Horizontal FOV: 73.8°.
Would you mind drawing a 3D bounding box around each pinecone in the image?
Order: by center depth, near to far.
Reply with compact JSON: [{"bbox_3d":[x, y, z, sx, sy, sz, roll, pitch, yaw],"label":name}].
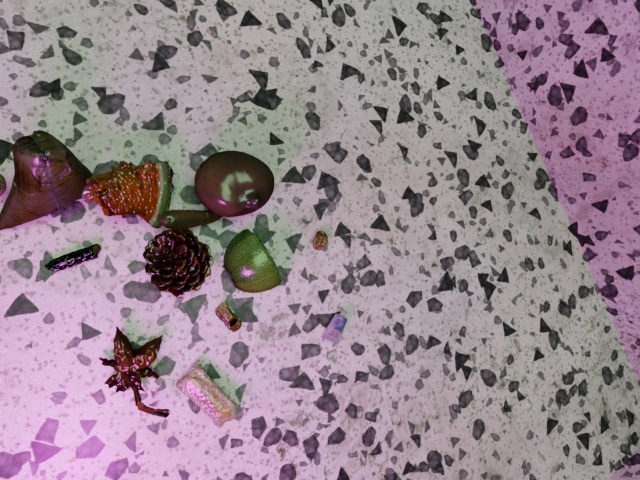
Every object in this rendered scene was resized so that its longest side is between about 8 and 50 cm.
[{"bbox_3d":[-0.506,0.070,1.477,0.246,0.292,0.246,0,79,-1],"label":"pinecone"}]

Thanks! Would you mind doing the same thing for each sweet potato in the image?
[{"bbox_3d":[-0.468,-0.086,1.594,0.273,0.075,0.075,-11,87,-40],"label":"sweet potato"}]

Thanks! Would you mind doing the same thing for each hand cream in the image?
[{"bbox_3d":[0.070,0.357,1.779,0.084,0.053,0.142,27,85,-16],"label":"hand cream"}]

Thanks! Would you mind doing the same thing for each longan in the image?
[{"bbox_3d":[-0.316,-0.203,1.589,0.300,0.243,0.300,1,49,-1],"label":"longan"}]

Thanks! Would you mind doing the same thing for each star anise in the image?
[{"bbox_3d":[-0.616,0.455,1.455,0.237,0.148,0.346,-29,81,-17],"label":"star anise"}]

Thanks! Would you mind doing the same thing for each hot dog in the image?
[{"bbox_3d":[0.000,0.000,1.802,0.058,0.035,0.083,20,77,-13],"label":"hot dog"}]

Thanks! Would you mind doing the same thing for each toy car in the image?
[{"bbox_3d":[-0.351,0.297,1.633,0.059,0.035,0.122,-42,96,-24],"label":"toy car"}]

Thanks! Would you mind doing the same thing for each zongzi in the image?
[{"bbox_3d":[-0.929,-0.168,1.332,0.360,0.323,0.160,-34,80,-15],"label":"zongzi"}]

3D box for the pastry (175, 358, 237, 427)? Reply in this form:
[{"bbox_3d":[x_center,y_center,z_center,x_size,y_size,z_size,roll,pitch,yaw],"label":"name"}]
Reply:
[{"bbox_3d":[-0.410,0.573,1.553,0.121,0.089,0.258,-39,94,-8],"label":"pastry"}]

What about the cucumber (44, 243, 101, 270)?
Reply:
[{"bbox_3d":[-0.852,0.062,1.472,0.181,0.053,0.053,-21,91,-19],"label":"cucumber"}]

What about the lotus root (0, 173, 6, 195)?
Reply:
[{"bbox_3d":[-1.066,-0.182,1.370,0.077,0.183,0.090,23,85,-60],"label":"lotus root"}]

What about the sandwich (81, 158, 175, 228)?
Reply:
[{"bbox_3d":[-0.684,-0.168,1.504,0.301,0.162,0.251,-3,97,-51],"label":"sandwich"}]

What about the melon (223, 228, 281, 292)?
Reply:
[{"bbox_3d":[-0.273,0.099,1.642,0.169,0.129,0.265,-33,96,-18],"label":"melon"}]
